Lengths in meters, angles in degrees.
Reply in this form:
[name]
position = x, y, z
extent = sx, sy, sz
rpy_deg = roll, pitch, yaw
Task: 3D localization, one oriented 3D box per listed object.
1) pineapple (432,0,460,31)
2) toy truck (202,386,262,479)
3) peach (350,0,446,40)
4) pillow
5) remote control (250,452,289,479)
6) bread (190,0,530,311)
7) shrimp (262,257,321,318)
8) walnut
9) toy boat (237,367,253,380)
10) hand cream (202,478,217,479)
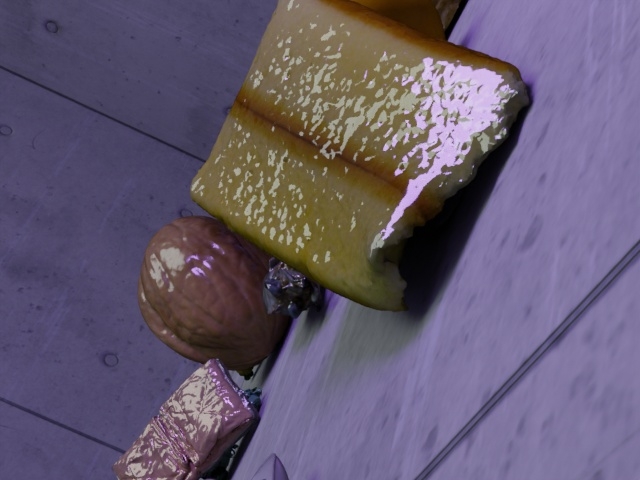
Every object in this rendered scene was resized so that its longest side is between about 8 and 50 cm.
[pineapple]
position = 0.120, -0.336, 1.255
extent = 0.114, 0.186, 0.236
rpy_deg = -80, -28, -58
[toy truck]
position = -0.137, 0.270, 1.453
extent = 0.154, 0.080, 0.078
rpy_deg = -66, -22, -4
[peach]
position = 0.055, -0.190, 1.097
extent = 0.103, 0.179, 0.179
rpy_deg = 40, 110, 44
[pillow]
position = -0.191, 0.276, 1.406
extent = 0.232, 0.043, 0.126
rpy_deg = -48, 53, 12
[remote control]
position = -0.041, 0.240, 0.753
extent = 0.073, 0.044, 0.229
rpy_deg = -54, 17, 17
[bread]
position = 0.076, -0.053, 0.878
extent = 0.362, 0.245, 0.233
rpy_deg = 38, 103, 54
[shrimp]
position = 0.000, 0.000, 1.314
extent = 0.247, 0.085, 0.360
rpy_deg = -57, 3, 13
[walnut]
position = -0.158, 0.082, 1.563
extent = 0.225, 0.261, 0.225
rpy_deg = -37, -24, -19
[toy boat]
position = -0.097, 0.122, 1.723
extent = 0.088, 0.089, 0.229
rpy_deg = 33, -102, -56
[hand cream]
position = -0.164, 0.363, 1.392
extent = 0.067, 0.043, 0.209
rpy_deg = -26, -15, -28
